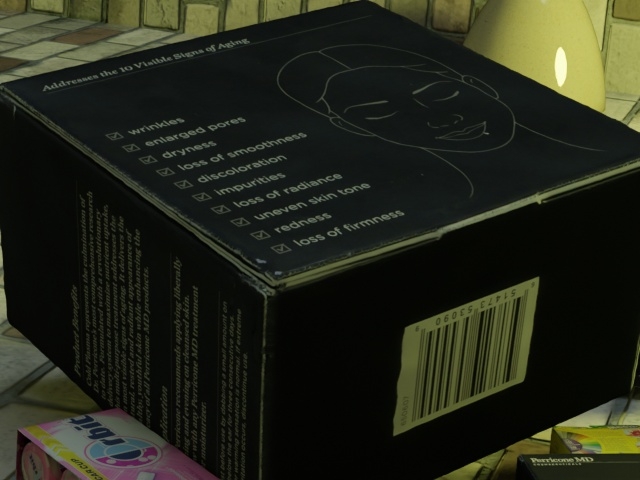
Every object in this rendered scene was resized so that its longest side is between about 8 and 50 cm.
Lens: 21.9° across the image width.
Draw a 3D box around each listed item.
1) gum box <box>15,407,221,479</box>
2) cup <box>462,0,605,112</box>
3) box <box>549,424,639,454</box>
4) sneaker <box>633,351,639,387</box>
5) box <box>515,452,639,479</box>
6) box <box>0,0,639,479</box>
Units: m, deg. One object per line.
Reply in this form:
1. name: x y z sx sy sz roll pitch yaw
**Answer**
1. gum box: -0.179 0.218 1.469 0.107 0.062 0.188 -9 21 -37
2. cup: 0.440 -0.406 3.445 0.331 0.237 0.331 4 16 -1
3. box: 0.291 0.226 1.616 0.105 0.043 0.179 1 19 -11
4. sneaker: 0.296 0.118 1.926 0.283 0.107 0.124 11 3 9
5. box: 0.311 0.260 1.400 0.261 0.103 0.184 1 20 -11
6. box: 0.000 0.000 1.642 0.480 0.297 0.471 -18 36 -33
